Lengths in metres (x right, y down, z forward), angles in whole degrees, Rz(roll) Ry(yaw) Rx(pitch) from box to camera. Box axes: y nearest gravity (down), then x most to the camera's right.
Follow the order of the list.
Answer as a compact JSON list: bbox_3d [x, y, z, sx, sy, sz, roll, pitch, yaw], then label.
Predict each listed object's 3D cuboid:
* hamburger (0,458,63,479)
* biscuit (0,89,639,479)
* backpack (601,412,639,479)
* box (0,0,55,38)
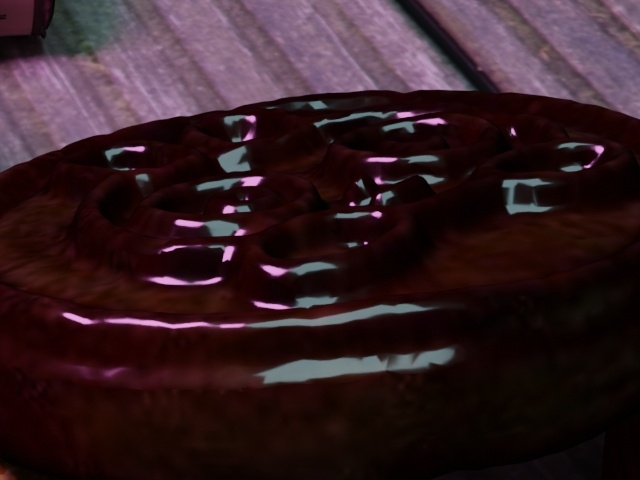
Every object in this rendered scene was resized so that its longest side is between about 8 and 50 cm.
[{"bbox_3d":[-0.121,0.195,0.846,0.276,0.179,0.294,-24,44,-26],"label":"hamburger"},{"bbox_3d":[0.000,0.000,0.922,0.407,0.091,0.407,-6,19,2],"label":"biscuit"},{"bbox_3d":[0.242,0.110,0.980,0.229,0.139,0.229,13,42,-12],"label":"backpack"},{"bbox_3d":[-0.262,-0.208,1.373,0.135,0.151,0.151,1,39,-12],"label":"box"}]
